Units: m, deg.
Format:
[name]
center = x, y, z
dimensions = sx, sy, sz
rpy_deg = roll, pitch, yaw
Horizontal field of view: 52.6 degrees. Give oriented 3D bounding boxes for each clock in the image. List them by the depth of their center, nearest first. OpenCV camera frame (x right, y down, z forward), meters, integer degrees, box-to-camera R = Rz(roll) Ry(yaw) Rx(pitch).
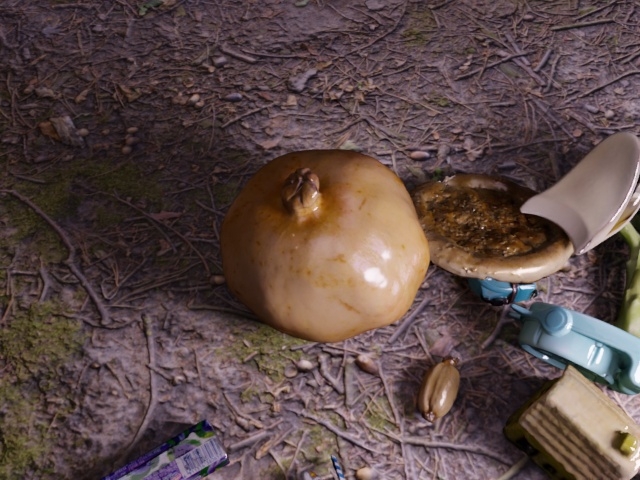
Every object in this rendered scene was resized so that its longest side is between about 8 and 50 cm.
[clock]
center = 0.488, 0.202, 1.243
dimensions = 0.274, 0.223, 0.094
rpy_deg = 22, 81, 21

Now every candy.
[candy]
center = -0.323, 0.445, 1.192
dimensions = 0.312, 0.061, 0.088
rpy_deg = -26, 61, -15

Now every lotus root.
[lotus root]
center = 0.234, 0.290, 1.276
dimensions = 0.073, 0.062, 0.150
rpy_deg = 10, 56, 33

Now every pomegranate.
[pomegranate]
center = 0.000, 0.000, 1.257
dimensions = 0.411, 0.411, 0.412
rpy_deg = 0, 59, 1

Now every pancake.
[pancake]
center = 0.348, -0.042, 1.411
dimensions = 0.382, 0.071, 0.382
rpy_deg = 0, 38, 0

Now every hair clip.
[hair clip]
center = 0.576, -0.112, 1.333
dimensions = 0.282, 0.113, 0.172
rpy_deg = -53, 49, 11

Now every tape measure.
[tape measure]
center = 0.382, 0.074, 1.389
dimensions = 0.125, 0.081, 0.146
rpy_deg = -6, 53, -6

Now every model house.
[model house]
center = 0.468, 0.330, 1.151
dimensions = 0.174, 0.234, 0.193
rpy_deg = -37, 68, -19

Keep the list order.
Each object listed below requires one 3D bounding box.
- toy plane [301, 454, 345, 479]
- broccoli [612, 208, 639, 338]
[toy plane]
center = 0.049, 0.529, 1.139
dimensions = 0.273, 0.107, 0.182
rpy_deg = 52, 27, 7
[broccoli]
center = 0.749, 0.029, 1.334
dimensions = 0.353, 0.274, 0.397
rpy_deg = -29, 43, 36
